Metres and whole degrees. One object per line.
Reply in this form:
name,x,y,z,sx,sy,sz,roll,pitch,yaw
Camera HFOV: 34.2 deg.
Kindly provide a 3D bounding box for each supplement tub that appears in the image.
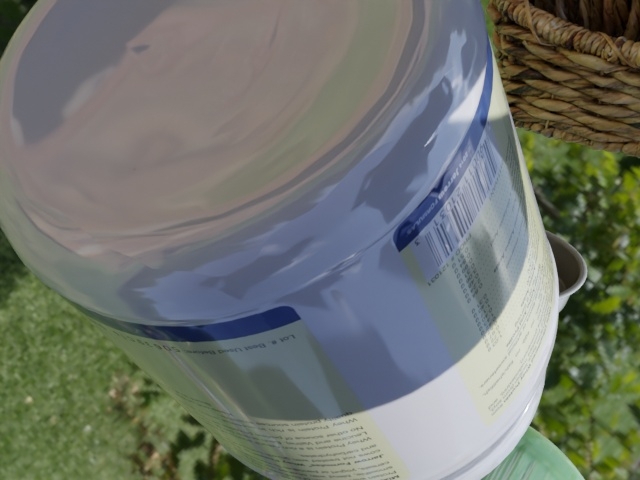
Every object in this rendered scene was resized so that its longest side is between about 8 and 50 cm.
supplement tub,0.000,0.000,0.567,0.235,0.235,0.325,-45,144,-10

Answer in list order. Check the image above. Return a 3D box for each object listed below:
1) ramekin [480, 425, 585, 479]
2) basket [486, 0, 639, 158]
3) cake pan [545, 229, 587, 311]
ramekin,0.167,0.347,1.262,0.148,0.303,0.303,-49,162,-40
basket,0.287,-0.197,0.808,0.213,0.299,0.223,-42,135,-47
cake pan,0.252,0.044,1.579,0.293,0.293,0.054,-25,128,-44
